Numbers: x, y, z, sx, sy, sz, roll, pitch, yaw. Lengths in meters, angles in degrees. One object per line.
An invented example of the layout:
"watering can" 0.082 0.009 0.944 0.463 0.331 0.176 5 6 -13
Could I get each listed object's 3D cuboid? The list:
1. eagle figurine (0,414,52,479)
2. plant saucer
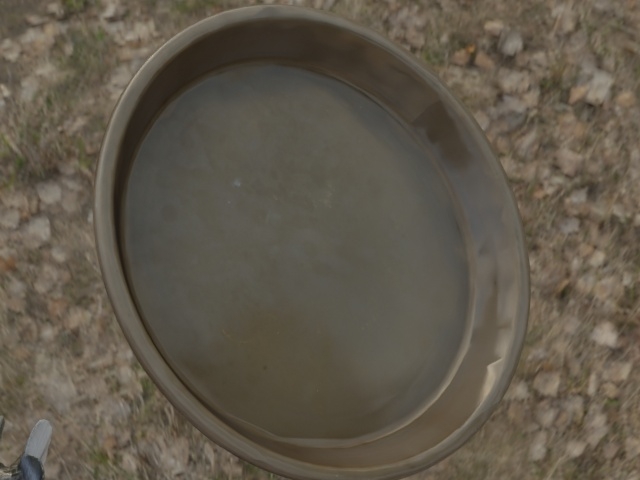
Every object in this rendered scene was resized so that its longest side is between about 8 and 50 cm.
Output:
"eagle figurine" -0.451 0.402 1.646 0.225 0.226 0.298 -51 58 10
"plant saucer" 0.000 0.000 0.655 0.277 0.041 0.278 11 68 -28
